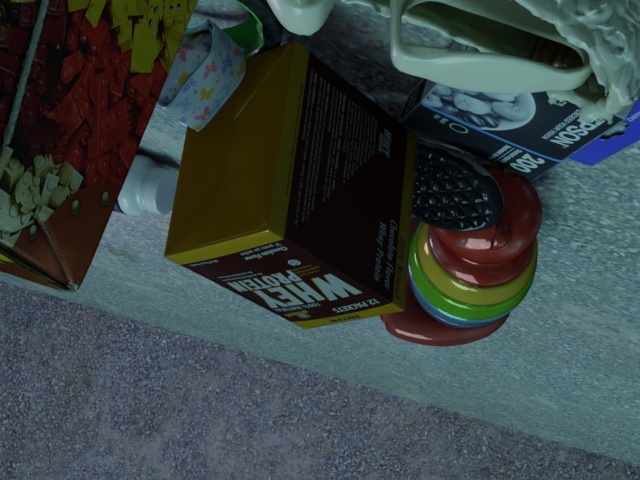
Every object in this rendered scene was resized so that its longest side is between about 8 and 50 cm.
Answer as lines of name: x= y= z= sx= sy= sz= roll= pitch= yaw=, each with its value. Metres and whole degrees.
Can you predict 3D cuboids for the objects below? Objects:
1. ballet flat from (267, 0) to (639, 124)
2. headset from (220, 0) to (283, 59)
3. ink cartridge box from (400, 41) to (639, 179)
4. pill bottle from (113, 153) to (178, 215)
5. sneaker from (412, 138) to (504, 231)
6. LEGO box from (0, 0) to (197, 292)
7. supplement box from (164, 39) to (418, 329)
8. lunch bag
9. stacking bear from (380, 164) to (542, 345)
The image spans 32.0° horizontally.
ballet flat: x=0.049 y=-0.189 z=0.764 sx=0.409 sy=0.147 sz=0.147 roll=19 pitch=166 yaw=5
headset: x=-0.231 y=-0.199 z=0.996 sx=0.394 sy=0.185 sz=0.243 roll=8 pitch=165 yaw=2
ink cartridge box: x=0.197 y=-0.113 z=1.024 sx=0.208 sy=0.045 sz=0.206 roll=20 pitch=166 yaw=-7
pill bottle: x=-0.301 y=-0.089 z=1.689 sx=0.169 sy=0.094 sz=0.094 roll=14 pitch=165 yaw=23
sneaker: x=0.110 y=-0.080 z=1.178 sx=0.097 sy=0.084 sz=0.234 roll=-21 pitch=-146 yaw=-41
LEGO box: x=-0.313 y=-0.227 z=0.614 sx=0.500 sy=0.372 sz=0.193 roll=15 pitch=166 yaw=19
supplement box: x=-0.020 y=-0.044 z=1.050 sx=0.129 sy=0.191 sz=0.194 roll=-14 pitch=148 yaw=38
lunch bag: x=-0.107 y=-0.146 z=0.967 sx=0.053 sy=0.083 sz=0.071 roll=44 pitch=-174 yaw=22
stacking bear: x=0.177 y=0.007 z=1.298 sx=0.164 sy=0.175 sz=0.289 roll=16 pitch=158 yaw=4
